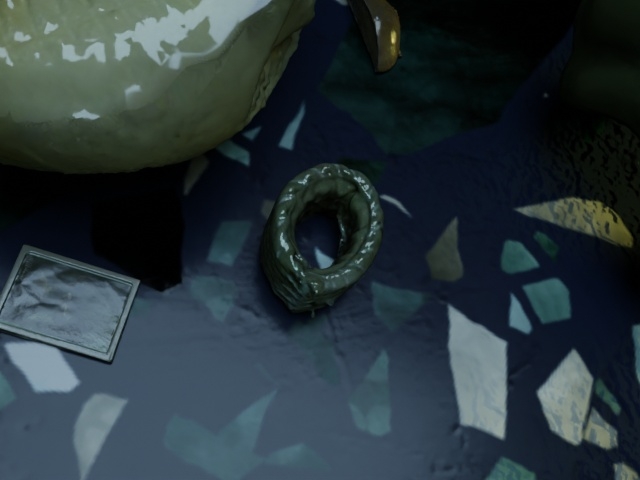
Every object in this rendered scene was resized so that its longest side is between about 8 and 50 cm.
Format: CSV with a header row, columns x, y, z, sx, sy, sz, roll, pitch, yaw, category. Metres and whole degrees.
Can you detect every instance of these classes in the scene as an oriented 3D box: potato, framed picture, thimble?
x,y,z,sx,sy,sz,roll,pitch,yaw,category
0.053,-0.198,0.730,0.037,0.036,0.093,-14,71,-14,potato
-0.181,0.045,0.592,0.089,0.006,0.066,18,65,-5,framed picture
0.000,0.000,0.622,0.084,0.062,0.110,17,66,-7,thimble

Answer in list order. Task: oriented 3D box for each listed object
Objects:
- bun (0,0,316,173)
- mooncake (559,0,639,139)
x,y,z,sx,sy,sz,roll,pitch,yaw,category
-0.158,-0.208,0.596,0.364,0.202,0.364,2,71,-6,bun
0.366,-0.110,0.609,0.187,0.351,0.351,-8,66,-50,mooncake
